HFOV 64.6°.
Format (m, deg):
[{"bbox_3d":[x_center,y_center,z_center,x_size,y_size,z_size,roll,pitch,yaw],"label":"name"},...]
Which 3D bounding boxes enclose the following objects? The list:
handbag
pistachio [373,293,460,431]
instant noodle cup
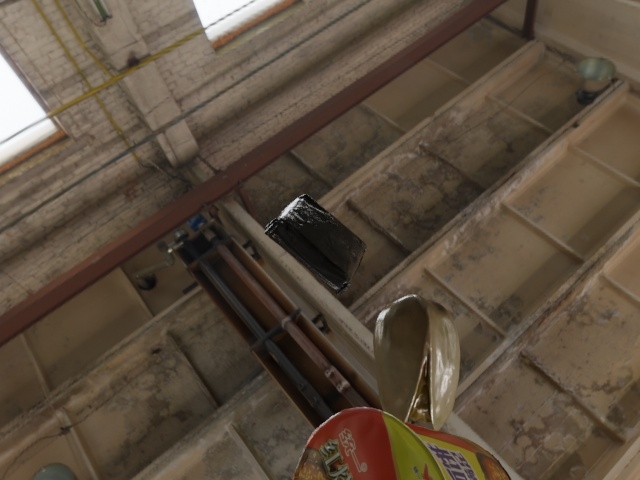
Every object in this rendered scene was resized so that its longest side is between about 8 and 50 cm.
[{"bbox_3d":[0.000,0.000,1.265,0.247,0.080,0.223,40,-153,-3],"label":"handbag"},{"bbox_3d":[0.144,0.183,0.752,0.129,0.131,0.206,-2,-96,5],"label":"pistachio"},{"bbox_3d":[0.096,0.288,0.527,0.213,0.174,0.213,-21,-120,41],"label":"instant noodle cup"}]
